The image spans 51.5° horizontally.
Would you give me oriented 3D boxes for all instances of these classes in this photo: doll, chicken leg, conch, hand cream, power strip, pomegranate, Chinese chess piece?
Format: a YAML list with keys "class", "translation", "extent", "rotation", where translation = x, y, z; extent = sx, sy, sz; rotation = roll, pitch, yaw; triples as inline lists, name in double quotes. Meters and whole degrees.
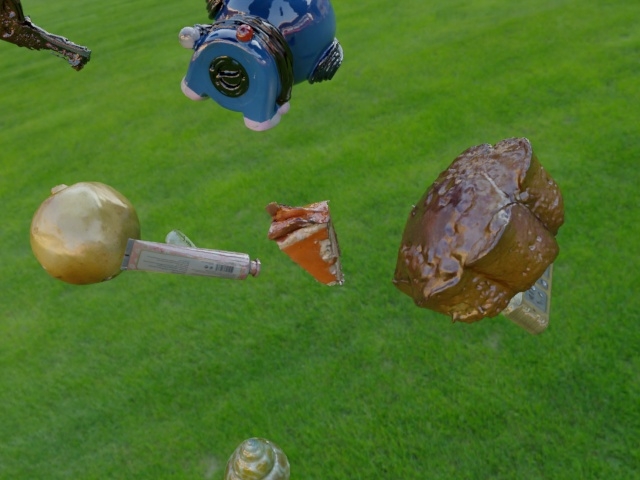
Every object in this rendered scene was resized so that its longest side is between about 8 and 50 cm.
- class: "doll"
  translation: [-0.102, -0.379, 1.248]
  extent: [0.284, 0.240, 0.309]
  rotation: [36, 47, -6]
- class: "chicken leg"
  translation: [-0.465, -0.348, 1.006]
  extent: [0.106, 0.253, 0.051]
  rotation: [-35, 37, 10]
- class: "conch"
  translation: [-0.111, 0.387, 1.102]
  extent: [0.173, 0.106, 0.116]
  rotation: [-22, 53, 61]
- class: "hand cream"
  translation: [-0.196, 0.033, 1.024]
  extent: [0.210, 0.067, 0.043]
  rotation: [8, 44, -24]
- class: "power strip"
  translation: [0.430, 0.026, 1.343]
  extent: [0.092, 0.066, 0.387]
  rotation: [34, 43, -10]
- class: "pomegranate"
  translation: [-0.484, -0.011, 1.370]
  extent: [0.233, 0.233, 0.233]
  rotation: [-8, 33, 5]
- class: "Chinese chess piece"
  translation: [-0.312, 0.012, 1.500]
  extent: [0.034, 0.084, 0.084]
  rotation: [-44, 37, 3]

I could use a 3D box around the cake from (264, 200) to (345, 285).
- class: "cake"
  translation: [0.001, 0.005, 1.426]
  extent: [0.135, 0.287, 0.098]
  rotation: [-24, 50, 18]

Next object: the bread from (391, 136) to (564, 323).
- class: "bread"
  translation: [0.187, -0.003, 0.847]
  extent: [0.232, 0.135, 0.247]
  rotation: [-62, 17, -22]
